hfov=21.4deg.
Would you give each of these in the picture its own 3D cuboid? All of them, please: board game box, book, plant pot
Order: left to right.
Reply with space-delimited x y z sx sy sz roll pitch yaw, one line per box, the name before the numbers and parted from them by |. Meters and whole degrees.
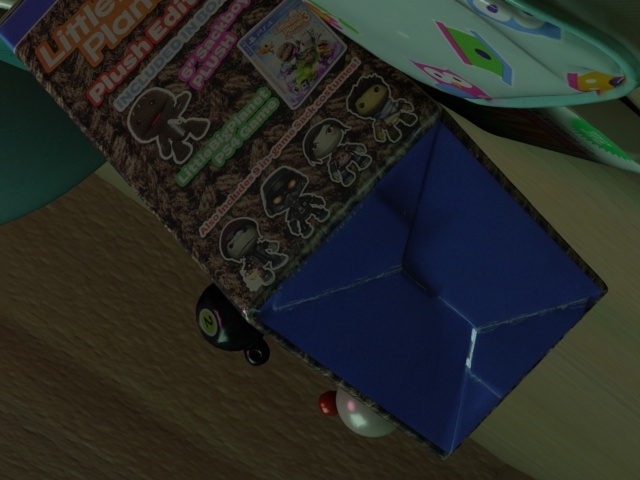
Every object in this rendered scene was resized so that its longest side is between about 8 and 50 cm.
plant pot | -0.270 -0.143 1.452 0.195 0.290 0.290 -2 -176 -17
board game box | -0.012 -0.047 0.977 0.291 0.141 0.232 46 -176 40
book | 0.116 -0.077 0.929 0.096 0.035 0.144 33 174 -34

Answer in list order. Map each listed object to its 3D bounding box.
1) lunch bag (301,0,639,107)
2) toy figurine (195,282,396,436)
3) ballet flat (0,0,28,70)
lunch bag | -0.006 -0.158 0.569 0.279 0.108 0.224 36 176 -12
toy figurine | 0.024 0.036 1.403 0.213 0.209 0.148 33 -175 5
ballet flat | -0.126 -0.143 1.186 0.139 0.139 0.400 31 178 25
